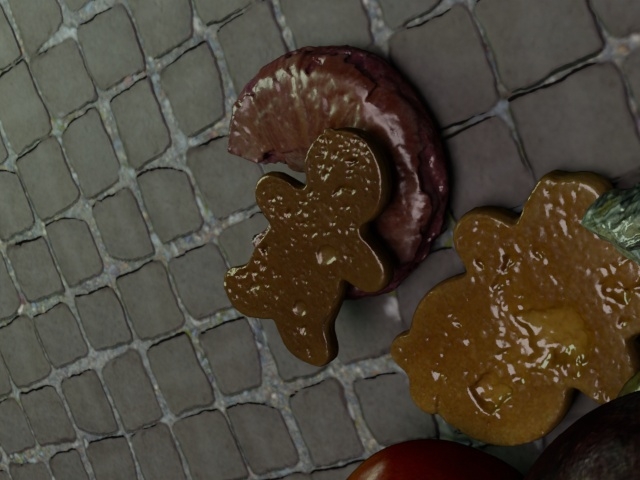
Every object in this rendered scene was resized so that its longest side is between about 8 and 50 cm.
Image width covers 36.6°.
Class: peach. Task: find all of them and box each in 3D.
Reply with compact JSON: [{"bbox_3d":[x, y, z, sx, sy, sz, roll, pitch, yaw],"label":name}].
[{"bbox_3d":[0.087,0.246,0.746,0.197,0.197,0.197,11,110,34],"label":"peach"}]

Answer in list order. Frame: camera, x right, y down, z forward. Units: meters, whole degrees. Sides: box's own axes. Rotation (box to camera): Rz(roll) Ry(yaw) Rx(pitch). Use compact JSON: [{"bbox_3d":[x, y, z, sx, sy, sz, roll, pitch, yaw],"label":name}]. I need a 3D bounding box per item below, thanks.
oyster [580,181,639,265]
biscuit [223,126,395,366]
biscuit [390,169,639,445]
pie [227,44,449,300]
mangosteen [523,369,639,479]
[{"bbox_3d":[0.292,-0.050,0.563,0.252,0.199,0.087,106,157,-60],"label":"oyster"},{"bbox_3d":[0.001,0.000,0.776,0.138,0.031,0.205,36,124,21],"label":"biscuit"},{"bbox_3d":[0.158,0.063,0.739,0.184,0.035,0.249,47,124,17],"label":"biscuit"},{"bbox_3d":[0.009,-0.054,0.805,0.204,0.054,0.218,-24,89,39],"label":"pie"},{"bbox_3d":[0.249,0.204,0.574,0.293,0.297,0.297,-110,32,-58],"label":"mangosteen"}]
